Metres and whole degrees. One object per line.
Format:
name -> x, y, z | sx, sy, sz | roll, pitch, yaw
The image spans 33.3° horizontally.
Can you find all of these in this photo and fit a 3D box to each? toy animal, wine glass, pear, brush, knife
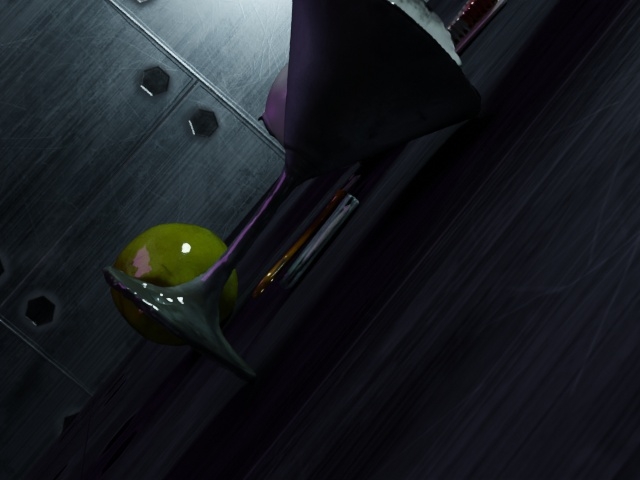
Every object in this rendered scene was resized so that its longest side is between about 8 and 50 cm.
toy animal -> 0.046, -0.244, 1.681 | 0.310, 0.251, 0.251 | -32, 17, 46
wine glass -> -0.036, -0.062, 1.180 | 0.406, 0.267, 0.267 | -55, 7, -5
pear -> -0.242, 0.074, 1.824 | 0.212, 0.212, 0.269 | -47, -1, 18
brush -> -0.021, -0.002, 1.487 | 0.090, 0.017, 0.314 | -57, -5, 36
knife -> 0.000, 0.000, 1.450 | 0.162, 0.023, 0.044 | -51, 7, -21
brush -> 0.185, -0.293, 1.790 | 0.321, 0.050, 0.060 | -48, 11, 13
